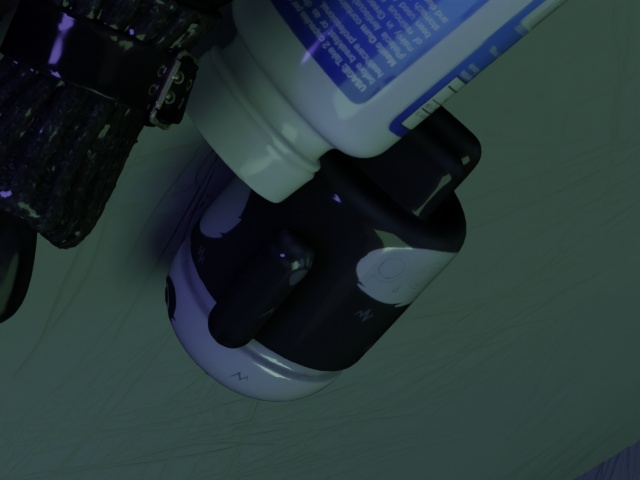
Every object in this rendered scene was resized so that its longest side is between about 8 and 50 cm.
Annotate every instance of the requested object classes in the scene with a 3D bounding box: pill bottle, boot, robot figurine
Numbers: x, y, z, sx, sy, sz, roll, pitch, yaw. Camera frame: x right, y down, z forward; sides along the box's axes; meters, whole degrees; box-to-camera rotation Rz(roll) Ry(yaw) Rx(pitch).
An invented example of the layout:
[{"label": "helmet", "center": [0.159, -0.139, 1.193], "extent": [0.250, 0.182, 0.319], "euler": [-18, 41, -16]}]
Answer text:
[{"label": "pill bottle", "center": [0.038, -0.153, 1.108], "extent": [0.272, 0.152, 0.152], "euler": [-39, 151, 11]}, {"label": "boot", "center": [-0.120, -0.134, 0.868], "extent": [0.260, 0.131, 0.348], "euler": [-50, 167, -6]}, {"label": "robot figurine", "center": [-0.002, -0.001, 1.287], "extent": [0.209, 0.173, 0.278], "euler": [16, 126, -42]}]

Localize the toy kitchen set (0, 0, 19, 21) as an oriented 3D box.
[{"label": "toy kitchen set", "center": [-0.237, -0.147, 0.968], "extent": [0.083, 0.075, 0.068], "euler": [-51, 129, -48]}]

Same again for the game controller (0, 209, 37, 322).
[{"label": "game controller", "center": [-0.293, -0.001, 1.014], "extent": [0.319, 0.067, 0.166], "euler": [-10, 124, -52]}]
